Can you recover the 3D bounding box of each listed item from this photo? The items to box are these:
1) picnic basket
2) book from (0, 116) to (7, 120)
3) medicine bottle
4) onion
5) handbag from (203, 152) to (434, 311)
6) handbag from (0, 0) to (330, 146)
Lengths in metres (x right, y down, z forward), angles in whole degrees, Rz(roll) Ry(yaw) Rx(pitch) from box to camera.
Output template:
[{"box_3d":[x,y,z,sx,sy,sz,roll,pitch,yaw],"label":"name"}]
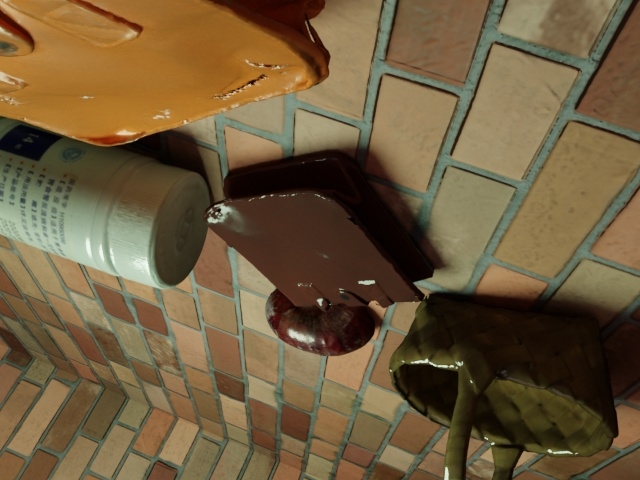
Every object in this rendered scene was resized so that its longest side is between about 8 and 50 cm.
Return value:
[{"box_3d":[0.251,0.273,0.961,0.337,0.337,0.293,4,143,31],"label":"picnic basket"},{"box_3d":[-0.690,-0.250,1.102,0.371,0.043,0.260,34,146,-17],"label":"book"},{"box_3d":[-0.351,-0.058,1.004,0.332,0.189,0.190,18,148,11],"label":"medicine bottle"},{"box_3d":[-0.013,0.149,1.167,0.206,0.098,0.151,10,147,25],"label":"onion"},{"box_3d":[-0.001,0.001,0.960,0.260,0.084,0.275,-6,138,37],"label":"handbag"},{"box_3d":[-0.215,-0.200,0.641,0.410,0.116,0.304,-6,171,41],"label":"handbag"}]
